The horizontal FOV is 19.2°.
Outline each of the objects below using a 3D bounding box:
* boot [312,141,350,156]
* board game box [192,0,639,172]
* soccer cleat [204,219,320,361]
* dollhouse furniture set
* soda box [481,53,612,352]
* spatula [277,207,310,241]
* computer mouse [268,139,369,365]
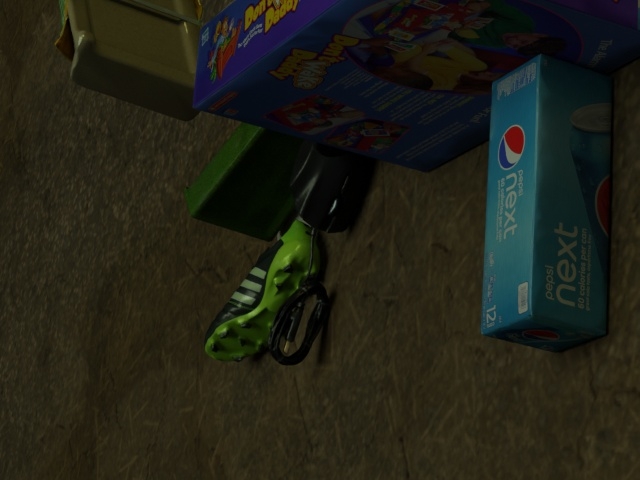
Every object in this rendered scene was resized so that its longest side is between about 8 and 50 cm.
[{"bbox_3d":[0.032,-0.141,1.753,0.121,0.045,0.099,-36,45,5],"label":"boot"},{"bbox_3d":[0.078,-0.163,1.497,0.347,0.233,0.078,-28,53,57],"label":"board game box"},{"bbox_3d":[-0.055,0.054,1.871,0.179,0.060,0.072,-48,27,34],"label":"soccer cleat"},{"bbox_3d":[-0.151,-0.154,1.838,0.151,0.302,0.197,-51,36,32],"label":"dollhouse furniture set"},{"bbox_3d":[0.171,-0.028,1.423,0.067,0.071,0.210,-27,53,57],"label":"soda box"},{"bbox_3d":[0.003,-0.118,1.883,0.242,0.019,0.168,-54,31,32],"label":"spatula"},{"bbox_3d":[0.000,0.000,1.768,0.041,0.071,0.242,8,86,52],"label":"computer mouse"}]
